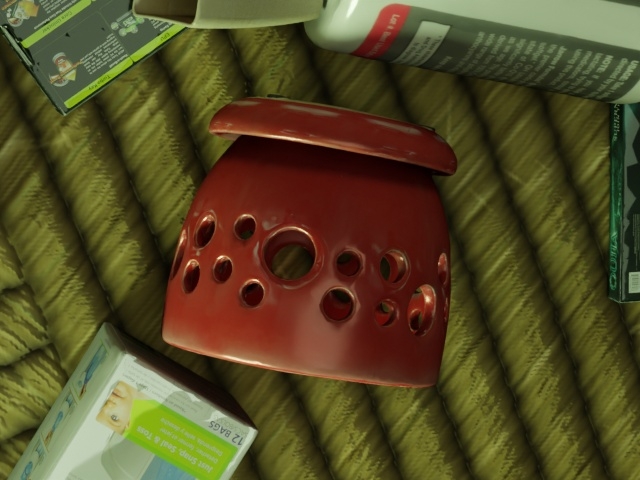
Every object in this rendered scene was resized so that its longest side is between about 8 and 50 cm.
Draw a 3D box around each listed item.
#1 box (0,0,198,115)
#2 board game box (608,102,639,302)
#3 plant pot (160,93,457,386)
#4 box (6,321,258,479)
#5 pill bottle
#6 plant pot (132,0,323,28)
[{"bbox_3d":[-0.150,-0.212,1.226,0.190,0.045,0.184,-37,108,-6],"label":"box"},{"bbox_3d":[0.278,-0.049,1.367,0.126,0.026,0.186,-3,100,-14],"label":"board game box"},{"bbox_3d":[0.000,0.000,1.228,0.191,0.191,0.174,11,89,-15],"label":"plant pot"},{"bbox_3d":[-0.149,0.177,1.260,0.114,0.103,0.203,33,91,-16],"label":"box"},{"bbox_3d":[0.159,-0.189,1.236,0.318,0.176,0.176,9,97,-15],"label":"pill bottle"},{"bbox_3d":[-0.051,-0.189,1.183,0.096,0.109,0.109,6,98,-27],"label":"plant pot"}]
